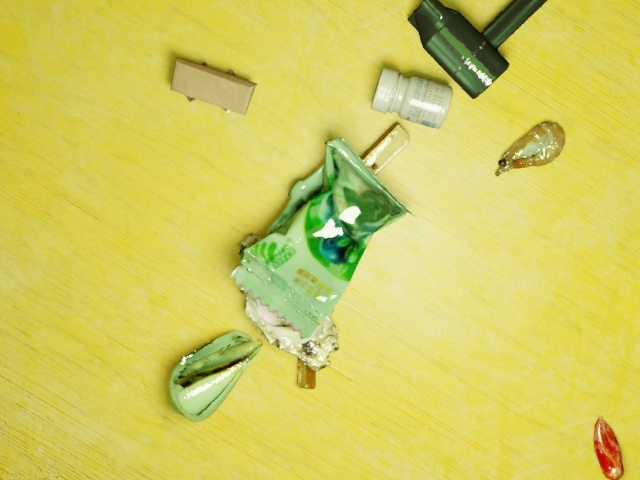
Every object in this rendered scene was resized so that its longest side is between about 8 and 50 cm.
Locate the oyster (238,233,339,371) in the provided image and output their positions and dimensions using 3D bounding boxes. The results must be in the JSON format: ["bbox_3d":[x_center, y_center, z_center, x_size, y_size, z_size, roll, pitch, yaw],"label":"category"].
[{"bbox_3d":[-0.082,0.148,1.881,0.201,0.107,0.355,-18,84,-15],"label":"oyster"}]

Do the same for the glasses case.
[{"bbox_3d":[-0.247,-0.353,1.840,0.193,0.070,0.102,18,125,-2],"label":"glasses case"}]

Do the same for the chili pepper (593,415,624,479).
[{"bbox_3d":[0.693,0.516,1.911,0.059,0.050,0.191,-14,84,7],"label":"chili pepper"}]

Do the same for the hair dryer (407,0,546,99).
[{"bbox_3d":[0.368,-0.505,1.782,0.302,0.116,0.244,-44,94,-5],"label":"hair dryer"}]

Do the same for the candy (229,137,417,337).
[{"bbox_3d":[0.002,0.002,1.777,0.263,0.172,0.398,38,86,-14],"label":"candy"}]

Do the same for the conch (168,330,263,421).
[{"bbox_3d":[-0.265,0.311,1.879,0.143,0.137,0.251,37,97,-2],"label":"conch"}]

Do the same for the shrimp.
[{"bbox_3d":[0.482,-0.203,1.833,0.184,0.043,0.091,-29,99,4],"label":"shrimp"}]

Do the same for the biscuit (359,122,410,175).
[{"bbox_3d":[0.130,-0.189,1.845,0.056,0.052,0.188,43,99,-14],"label":"biscuit"}]

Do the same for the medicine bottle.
[{"bbox_3d":[0.207,-0.322,1.799,0.168,0.105,0.105,17,97,0],"label":"medicine bottle"}]

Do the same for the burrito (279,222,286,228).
[{"bbox_3d":[-0.086,-0.019,1.843,0.041,0.055,0.149,28,62,33],"label":"burrito"}]

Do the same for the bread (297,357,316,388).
[{"bbox_3d":[-0.033,0.317,1.922,0.046,0.036,0.083,2,96,-6],"label":"bread"}]
